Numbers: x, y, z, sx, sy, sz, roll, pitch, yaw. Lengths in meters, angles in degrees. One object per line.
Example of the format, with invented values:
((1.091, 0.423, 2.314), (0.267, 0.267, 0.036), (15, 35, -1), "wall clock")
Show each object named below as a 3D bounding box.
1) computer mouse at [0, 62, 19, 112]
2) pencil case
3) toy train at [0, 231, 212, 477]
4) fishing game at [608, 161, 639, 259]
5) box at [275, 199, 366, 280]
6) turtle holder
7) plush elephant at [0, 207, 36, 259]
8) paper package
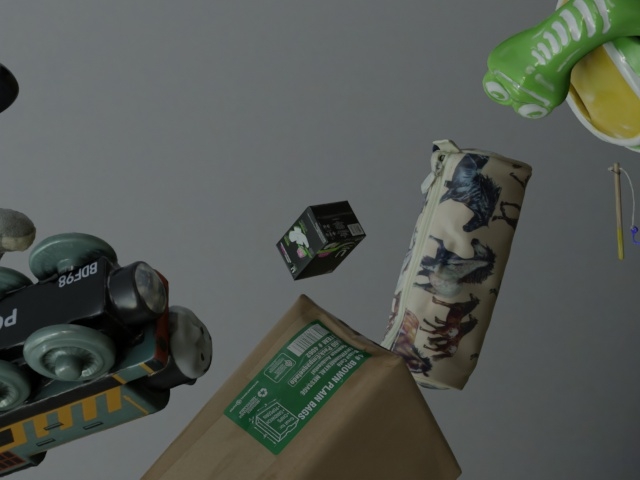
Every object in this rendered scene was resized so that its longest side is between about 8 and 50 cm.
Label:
((-0.414, -0.177, 1.343), (0.242, 0.041, 0.071), (16, -49, -34), "computer mouse")
((0.198, 0.049, 2.161), (0.160, 0.183, 0.410), (9, 81, 66), "pencil case")
((-0.261, 0.115, 1.223), (0.190, 0.334, 0.142), (46, -151, -47), "toy train")
((0.500, -0.025, 1.702), (0.041, 0.264, 0.189), (-45, -52, -54), "fishing game")
((0.000, 0.000, 1.562), (0.062, 0.052, 0.083), (-9, -27, -40), "box")
((0.318, -0.175, 1.222), (0.320, 0.243, 0.227), (-50, 2, -38), "turtle holder")
((-0.539, 0.124, 1.729), (0.271, 0.255, 0.330), (11, -38, -29), "plush elephant")
((-0.024, 0.284, 1.560), (0.325, 0.168, 0.309), (-47, -37, -15), "paper package")
